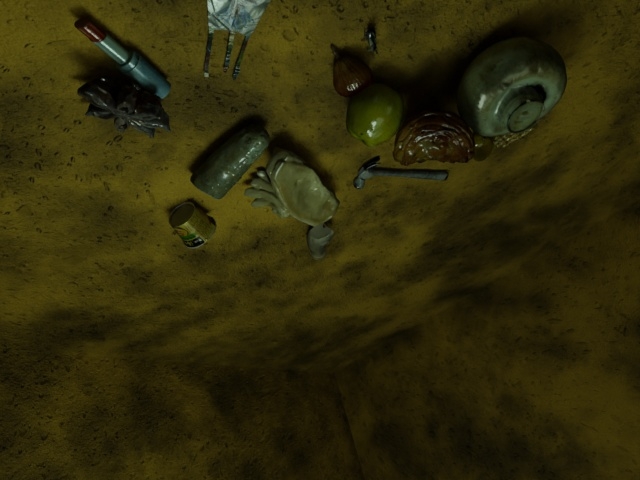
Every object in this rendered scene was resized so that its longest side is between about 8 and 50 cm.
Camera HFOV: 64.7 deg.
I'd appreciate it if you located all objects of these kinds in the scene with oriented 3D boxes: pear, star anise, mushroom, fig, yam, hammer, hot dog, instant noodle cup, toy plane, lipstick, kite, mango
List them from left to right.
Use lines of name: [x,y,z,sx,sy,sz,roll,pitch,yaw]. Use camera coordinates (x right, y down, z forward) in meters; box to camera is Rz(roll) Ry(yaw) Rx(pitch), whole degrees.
lipstick: [-0.499,-0.463,1.288,0.068,0.061,0.274,-4,157,28]
star anise: [-0.521,-0.370,1.357,0.223,0.109,0.236,5,167,44]
instant noodle cup: [-0.480,-0.062,1.867,0.151,0.151,0.122,-25,139,13]
kite: [-0.243,-0.555,1.319,0.169,0.015,0.310,2,141,-29]
yam: [-0.292,-0.257,1.660,0.330,0.133,0.133,-37,144,26]
mushroom: [-0.009,0.000,2.239,0.108,0.096,0.247,-9,153,-14]
fig: [0.076,-0.501,1.507,0.119,0.153,0.119,-44,-178,2]
toy plane: [0.148,-0.571,1.455,0.031,0.049,0.121,-18,166,3]
pear: [0.168,-0.402,1.599,0.198,0.198,0.198,-13,149,-8]
hammer: [0.339,-0.264,2.047,0.426,0.044,0.152,0,144,-28]
hot dog: [0.380,-0.335,1.689,0.266,0.174,0.387,2,-172,15]
mango: [0.626,-0.365,1.988,0.103,0.076,0.161,-18,154,15]
mushroom: [0.613,-0.481,1.624,0.352,0.260,0.352,-12,144,-9]

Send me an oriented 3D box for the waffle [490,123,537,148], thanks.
waffle: [0.754,-0.429,1.981,0.191,0.046,0.161,-15,152,0]

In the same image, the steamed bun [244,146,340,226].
steamed bun: [-0.118,-0.177,1.858,0.247,0.189,0.428,-53,144,2]
